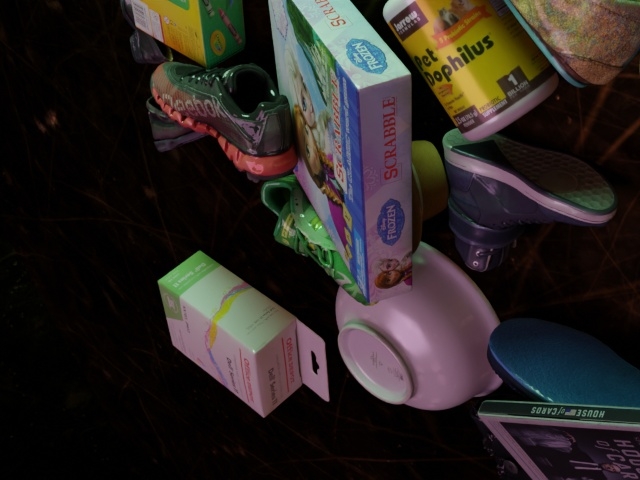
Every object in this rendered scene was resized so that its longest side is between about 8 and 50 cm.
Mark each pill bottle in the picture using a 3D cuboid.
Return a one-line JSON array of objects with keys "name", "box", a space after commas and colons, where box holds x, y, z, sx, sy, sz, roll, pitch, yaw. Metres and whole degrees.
[{"name": "pill bottle", "box": [0.146, -0.220, 0.974, 0.215, 0.117, 0.117, 55, 150, -5]}]

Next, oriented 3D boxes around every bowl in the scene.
[{"name": "bowl", "box": [0.120, 0.148, 1.384, 0.298, 0.134, 0.298, 35, 146, 28]}]

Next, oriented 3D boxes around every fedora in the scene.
[{"name": "fedora", "box": [0.112, -0.074, 1.186, 0.194, 0.079, 0.194, 164, 90, -77]}]

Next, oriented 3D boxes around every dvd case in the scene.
[{"name": "dvd case", "box": [0.325, 0.254, 1.090, 0.238, 0.030, 0.179, -7, 131, 49]}]

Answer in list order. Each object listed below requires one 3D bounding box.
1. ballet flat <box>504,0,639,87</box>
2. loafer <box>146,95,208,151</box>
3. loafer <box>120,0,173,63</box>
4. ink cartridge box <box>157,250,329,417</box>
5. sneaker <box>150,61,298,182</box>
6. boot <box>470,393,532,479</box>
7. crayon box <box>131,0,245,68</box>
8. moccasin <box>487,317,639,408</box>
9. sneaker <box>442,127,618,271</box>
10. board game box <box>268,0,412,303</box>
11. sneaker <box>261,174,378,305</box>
[{"name": "ballet flat", "box": [0.178, -0.299, 0.873, 0.348, 0.123, 0.123, 49, 150, 8]}, {"name": "loafer", "box": [-0.208, -0.210, 1.487, 0.302, 0.109, 0.095, -7, 112, 59]}, {"name": "loafer", "box": [-0.272, -0.356, 1.473, 0.061, 0.062, 0.170, 12, 139, 18]}, {"name": "ink cartridge box", "box": [-0.150, 0.199, 1.817, 0.353, 0.119, 0.207, 31, 144, 32]}, {"name": "sneaker", "box": [-0.134, -0.197, 1.272, 0.276, 0.097, 0.135, 36, 138, 31]}, {"name": "boot", "box": [0.330, 0.336, 1.330, 0.246, 0.094, 0.207, 21, 142, 51]}, {"name": "crayon box", "box": [-0.196, -0.397, 1.289, 0.165, 0.081, 0.278, 34, 145, 28]}, {"name": "moccasin", "box": [0.351, 0.219, 1.143, 0.342, 0.137, 0.117, 32, 149, 33]}, {"name": "sneaker", "box": [0.238, -0.024, 1.077, 0.226, 0.086, 0.163, 31, 138, 41]}, {"name": "board game box", "box": [0.022, -0.142, 1.149, 0.318, 0.065, 0.319, -119, 17, -46]}, {"name": "sneaker", "box": [0.000, 0.000, 1.317, 0.295, 0.123, 0.109, 49, 134, 48]}]
